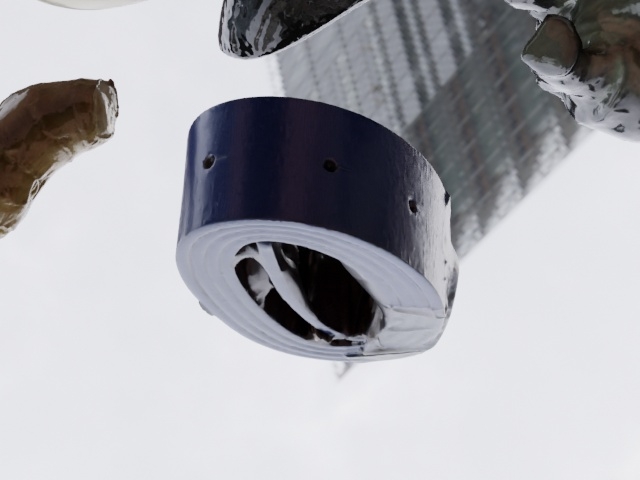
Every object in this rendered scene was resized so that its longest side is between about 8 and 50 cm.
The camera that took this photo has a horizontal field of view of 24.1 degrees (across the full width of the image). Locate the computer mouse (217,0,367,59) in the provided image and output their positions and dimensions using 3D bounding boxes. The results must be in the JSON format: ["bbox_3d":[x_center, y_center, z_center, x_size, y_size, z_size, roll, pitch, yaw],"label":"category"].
[{"bbox_3d":[0.007,-0.244,1.218,0.088,0.264,0.147,51,-156,-33],"label":"computer mouse"}]

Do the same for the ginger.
[{"bbox_3d":[-0.255,-0.081,1.320,0.095,0.069,0.190,40,-102,-7],"label":"ginger"}]

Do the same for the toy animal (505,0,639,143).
[{"bbox_3d":[0.256,-0.145,0.706,0.168,0.343,0.106,44,-151,-61],"label":"toy animal"}]

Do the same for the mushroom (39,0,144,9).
[{"bbox_3d":[-0.108,-0.280,0.954,0.314,0.314,0.336,63,-168,18],"label":"mushroom"}]

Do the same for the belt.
[{"bbox_3d":[0.000,0.000,1.270,0.213,0.347,0.117,-4,-114,15],"label":"belt"}]
